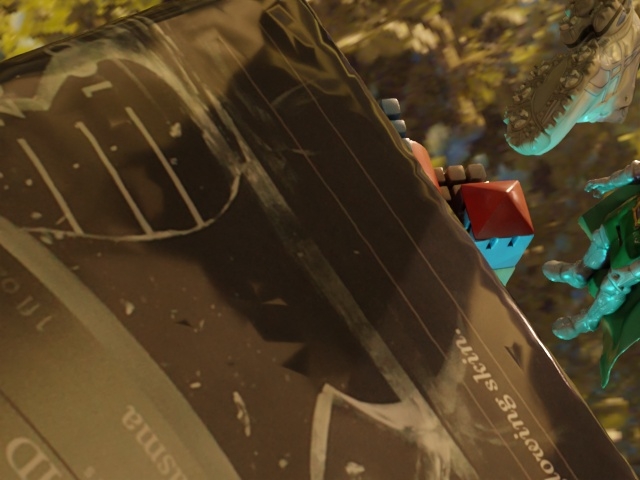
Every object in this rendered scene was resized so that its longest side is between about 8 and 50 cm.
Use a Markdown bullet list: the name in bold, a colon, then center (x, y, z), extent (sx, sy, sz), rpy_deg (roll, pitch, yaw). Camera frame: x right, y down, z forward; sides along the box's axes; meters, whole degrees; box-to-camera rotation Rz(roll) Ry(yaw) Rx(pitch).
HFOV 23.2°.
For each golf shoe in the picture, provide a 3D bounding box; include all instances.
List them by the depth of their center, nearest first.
- **golf shoe**: center (0.199, -0.110, 1.142), extent (0.086, 0.069, 0.176), rpy_deg (52, -125, -23)

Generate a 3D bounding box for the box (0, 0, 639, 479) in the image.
- **box**: center (-0.100, 0.204, 0.614), extent (0.472, 0.297, 0.480), rpy_deg (-32, -94, -47)

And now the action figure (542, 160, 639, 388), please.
- **action figure**: center (0.220, -0.007, 1.063), extent (0.063, 0.232, 0.137), rpy_deg (1, -118, -17)

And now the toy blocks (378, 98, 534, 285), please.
- **toy blocks**: center (0.000, 0.000, 1.179), extent (0.381, 0.261, 0.191), rpy_deg (-5, -118, -16)
